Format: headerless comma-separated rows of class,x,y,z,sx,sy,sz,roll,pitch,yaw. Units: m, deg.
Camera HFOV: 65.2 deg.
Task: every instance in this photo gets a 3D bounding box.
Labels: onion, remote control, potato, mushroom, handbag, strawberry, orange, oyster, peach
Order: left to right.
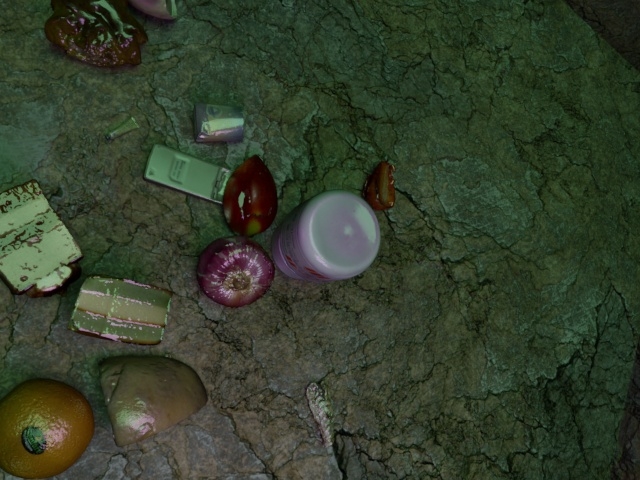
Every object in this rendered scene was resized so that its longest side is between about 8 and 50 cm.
orange,-0.660,0.443,1.185,0.236,0.236,0.236,4,79,-24
mushroom,-0.526,-0.734,1.483,0.173,0.236,0.162,-8,121,-3
potato,-0.428,0.383,1.313,0.264,0.189,0.211,-11,86,-26
remote control,-0.383,-0.193,1.521,0.285,0.038,0.123,17,76,-24
handbag,-0.304,-0.366,1.553,0.173,0.095,0.117,-3,86,-22
onion,-0.254,0.078,1.475,0.230,0.163,0.230,-11,126,-15
peach,-0.201,-0.144,1.563,0.189,0.068,0.279,13,78,-38
oyster,0.015,0.532,1.562,0.106,0.061,0.200,-27,93,-27
strawberry,0.211,-0.191,1.774,0.121,0.082,0.188,32,59,-37

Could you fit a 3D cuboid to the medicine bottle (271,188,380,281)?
medicine bottle,0.000,0.000,1.501,0.256,0.325,0.256,4,80,-25

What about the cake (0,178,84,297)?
cake,-0.716,0.019,1.248,0.196,0.198,0.293,-38,102,-30

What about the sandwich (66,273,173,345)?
sandwich,-0.535,0.181,1.292,0.227,0.198,0.155,22,71,-35

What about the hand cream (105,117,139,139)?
hand cream,-0.580,-0.322,1.460,0.102,0.022,0.035,-41,99,-30

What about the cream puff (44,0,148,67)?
cream puff,-0.634,-0.602,1.415,0.269,0.155,0.241,-25,97,-33
